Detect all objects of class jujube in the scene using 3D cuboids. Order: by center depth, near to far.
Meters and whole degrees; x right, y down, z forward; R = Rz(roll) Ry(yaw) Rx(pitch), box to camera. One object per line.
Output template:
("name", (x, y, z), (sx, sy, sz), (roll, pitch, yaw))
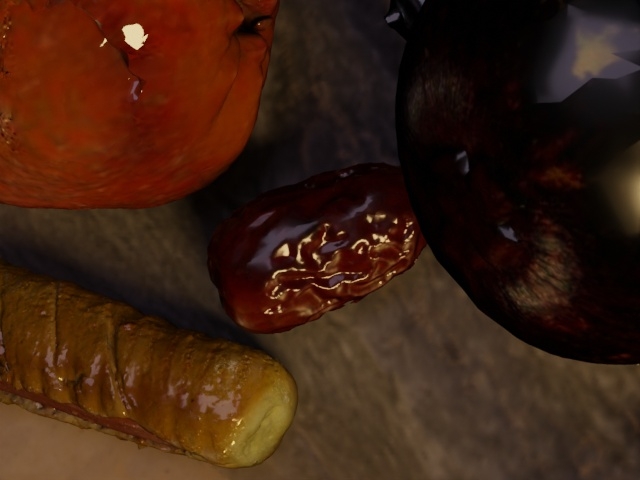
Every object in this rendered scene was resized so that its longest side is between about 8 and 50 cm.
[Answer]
("jujube", (0.000, 0.000, 0.989), (0.129, 0.077, 0.077), (-26, 57, 6))

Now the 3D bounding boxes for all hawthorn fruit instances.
("hawthorn fruit", (-0.159, -0.112, 1.056), (0.299, 0.211, 0.211), (-10, 61, 36))

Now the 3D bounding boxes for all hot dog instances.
("hot dog", (-0.139, 0.062, 1.038), (0.286, 0.061, 0.088), (11, 60, 29))

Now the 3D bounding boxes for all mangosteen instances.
("mangosteen", (0.164, -0.062, 0.869), (0.265, 0.228, 0.228), (-26, 48, -32))

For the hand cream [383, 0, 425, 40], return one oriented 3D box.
("hand cream", (0.143, -0.174, 1.024), (0.235, 0.055, 0.086), (-29, 59, 2))
